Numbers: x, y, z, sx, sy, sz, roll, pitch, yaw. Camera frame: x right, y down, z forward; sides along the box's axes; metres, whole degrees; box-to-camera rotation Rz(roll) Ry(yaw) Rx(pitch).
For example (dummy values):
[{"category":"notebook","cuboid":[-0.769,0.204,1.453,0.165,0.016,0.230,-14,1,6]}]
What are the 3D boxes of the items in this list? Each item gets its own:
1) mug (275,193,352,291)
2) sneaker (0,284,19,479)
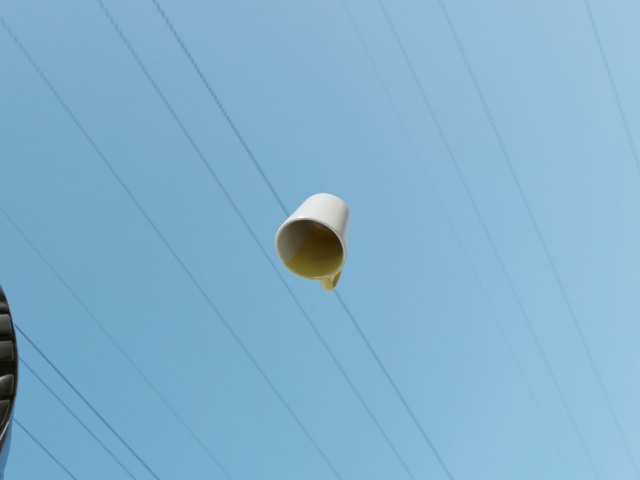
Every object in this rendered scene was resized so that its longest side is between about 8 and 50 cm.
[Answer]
[{"category":"mug","cuboid":[-0.003,-0.003,0.665,0.064,0.062,0.078,-65,-4,-54]},{"category":"sneaker","cuboid":[-0.222,0.156,0.413,0.107,0.124,0.283,4,-114,-13]}]
